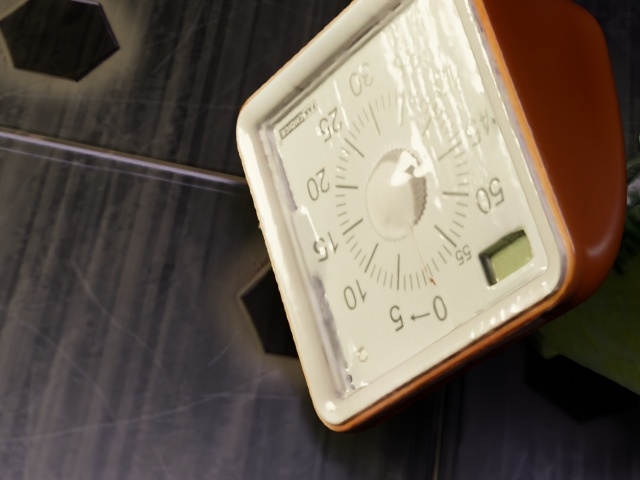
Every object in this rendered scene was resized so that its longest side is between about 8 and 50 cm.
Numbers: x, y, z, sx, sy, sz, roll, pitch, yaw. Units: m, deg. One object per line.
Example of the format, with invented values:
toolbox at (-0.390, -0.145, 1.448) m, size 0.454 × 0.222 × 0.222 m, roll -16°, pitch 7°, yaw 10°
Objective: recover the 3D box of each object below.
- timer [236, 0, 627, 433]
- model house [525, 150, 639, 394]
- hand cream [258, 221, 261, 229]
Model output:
timer at (0.077, -0.023, 1.013) m, size 0.161 × 0.257 × 0.250 m, roll 16°, pitch 54°, yaw -32°
model house at (0.231, -0.015, 1.099) m, size 0.194 × 0.170 × 0.211 m, roll -32°, pitch 33°, yaw -27°
hand cream at (0.000, 0.000, 1.129) m, size 0.093 × 0.019 × 0.030 m, roll 13°, pitch 54°, yaw -6°
